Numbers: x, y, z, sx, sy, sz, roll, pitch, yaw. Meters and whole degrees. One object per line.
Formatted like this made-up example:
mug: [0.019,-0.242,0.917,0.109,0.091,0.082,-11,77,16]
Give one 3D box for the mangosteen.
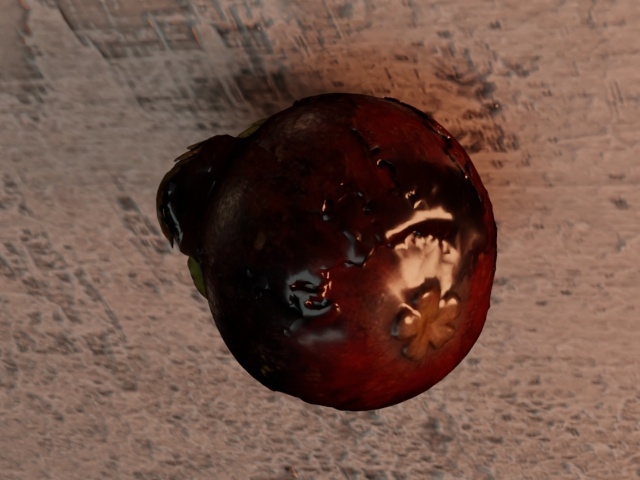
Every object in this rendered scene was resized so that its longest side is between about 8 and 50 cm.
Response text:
mangosteen: [0.000,0.000,1.007,0.180,0.166,0.166,23,154,41]
